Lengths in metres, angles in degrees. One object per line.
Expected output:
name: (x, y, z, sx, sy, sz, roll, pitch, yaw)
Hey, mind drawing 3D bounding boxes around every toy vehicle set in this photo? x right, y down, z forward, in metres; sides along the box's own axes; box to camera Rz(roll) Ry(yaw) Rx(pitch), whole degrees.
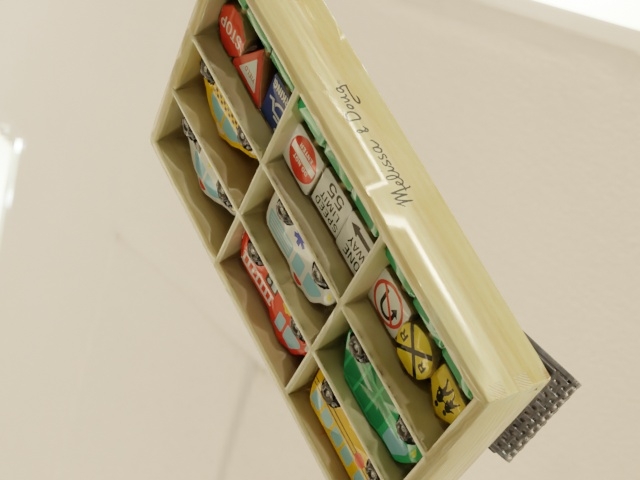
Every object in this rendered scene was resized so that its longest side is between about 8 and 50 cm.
toy vehicle set: (0.000, 0.000, 0.708, 0.267, 0.035, 0.166, 61, -32, 23)

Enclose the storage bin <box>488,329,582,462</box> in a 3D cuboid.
storage bin: (0.116, 0.087, 1.132, 0.084, 0.122, 0.180, -48, -169, 2)
